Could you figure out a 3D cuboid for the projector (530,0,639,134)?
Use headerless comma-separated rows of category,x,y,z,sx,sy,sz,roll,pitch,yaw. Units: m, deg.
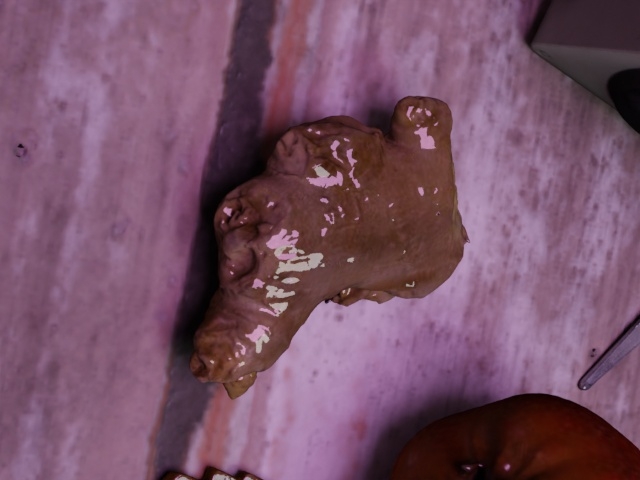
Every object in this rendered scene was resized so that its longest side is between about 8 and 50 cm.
projector,0.301,-0.075,0.916,0.257,0.259,0.079,27,85,-32

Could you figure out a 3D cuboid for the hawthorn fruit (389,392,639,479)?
hawthorn fruit,0.141,0.208,0.914,0.196,0.196,0.225,-55,137,-12

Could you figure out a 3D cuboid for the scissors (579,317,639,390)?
scissors,0.256,0.049,1.055,0.189,0.015,0.100,-41,119,-19

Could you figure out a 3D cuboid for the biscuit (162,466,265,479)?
biscuit,-0.062,0.171,0.875,0.092,0.016,0.082,-22,104,-29

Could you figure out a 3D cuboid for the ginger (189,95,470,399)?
ginger,-0.001,-0.005,0.854,0.213,0.074,0.137,-27,112,-19
